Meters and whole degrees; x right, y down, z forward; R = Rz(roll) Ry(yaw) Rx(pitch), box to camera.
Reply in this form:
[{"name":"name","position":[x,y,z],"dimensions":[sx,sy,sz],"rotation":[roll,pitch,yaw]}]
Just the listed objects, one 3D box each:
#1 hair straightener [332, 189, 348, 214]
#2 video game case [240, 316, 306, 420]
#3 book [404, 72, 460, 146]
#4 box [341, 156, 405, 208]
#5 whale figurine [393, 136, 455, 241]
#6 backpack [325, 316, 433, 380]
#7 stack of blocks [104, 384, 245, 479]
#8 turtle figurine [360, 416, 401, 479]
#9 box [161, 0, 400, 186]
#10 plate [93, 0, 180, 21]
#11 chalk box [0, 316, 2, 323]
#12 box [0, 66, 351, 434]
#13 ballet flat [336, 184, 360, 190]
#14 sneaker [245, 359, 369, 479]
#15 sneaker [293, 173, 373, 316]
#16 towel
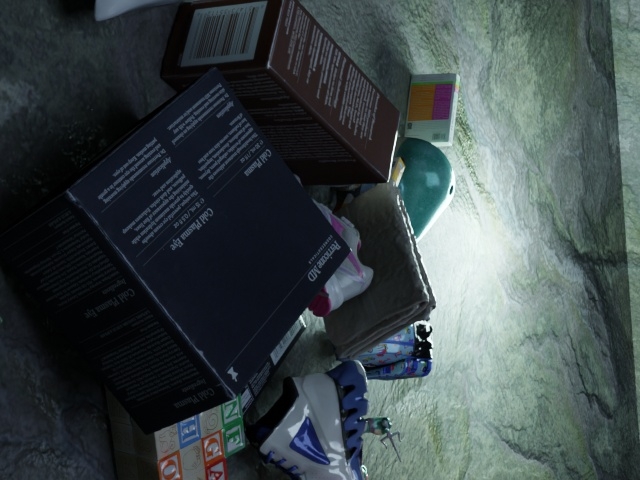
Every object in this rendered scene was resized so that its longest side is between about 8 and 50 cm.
[{"name":"hair straightener","position":[0.050,-0.078,2.218],"dimensions":[0.089,0.047,0.230],"rotation":[-11,95,-59]},{"name":"video game case","position":[-0.129,0.121,1.909],"dimensions":[0.275,0.035,0.248],"rotation":[-54,134,-44]},{"name":"book","position":[0.218,-0.254,2.443],"dimensions":[0.035,0.096,0.144],"rotation":[33,62,-55]},{"name":"box","position":[0.094,-0.097,2.167],"dimensions":[0.028,0.081,0.136],"rotation":[57,40,-36]},{"name":"whale figurine","position":[0.164,-0.054,2.296],"dimensions":[0.216,0.141,0.272],"rotation":[46,55,-63]},{"name":"backpack","position":[0.097,0.182,2.173],"dimensions":[0.173,0.158,0.117],"rotation":[12,72,-56]},{"name":"stack of blocks","position":[-0.191,0.285,1.719],"dimensions":[0.171,0.087,0.297],"rotation":[-20,109,-49]},{"name":"turtle figurine","position":[0.040,0.360,2.115],"dimensions":[0.234,0.118,0.175],"rotation":[48,42,-32]},{"name":"box","position":[-0.047,-0.219,1.899],"dimensions":[0.381,0.191,0.143],"rotation":[42,55,-52]},{"name":"plate","position":[-0.202,-0.433,1.640],"dimensions":[0.278,0.045,0.277],"rotation":[-43,146,-66]},{"name":"chalk box","position":[-0.436,0.087,1.294],"dimensions":[0.132,0.132,0.213],"rotation":[59,41,-39]},{"name":"box","position":[-0.176,0.009,1.589],"dimensions":[0.312,0.179,0.343],"rotation":[53,41,-11]},{"name":"ballet flat","position":[0.039,-0.171,2.141],"dimensions":[0.084,0.058,0.250],"rotation":[37,34,-31]},{"name":"sneaker","position":[-0.025,0.345,1.957],"dimensions":[0.127,0.182,0.316],"rotation":[-171,-100,-76]},{"name":"sneaker","position":[0.000,0.000,1.975],"dimensions":[0.111,0.103,0.252],"rotation":[-13,64,-26]},{"name":"towel","position":[0.077,0.045,2.007],"dimensions":[0.049,0.187,0.282],"rotation":[39,28,-43]}]
